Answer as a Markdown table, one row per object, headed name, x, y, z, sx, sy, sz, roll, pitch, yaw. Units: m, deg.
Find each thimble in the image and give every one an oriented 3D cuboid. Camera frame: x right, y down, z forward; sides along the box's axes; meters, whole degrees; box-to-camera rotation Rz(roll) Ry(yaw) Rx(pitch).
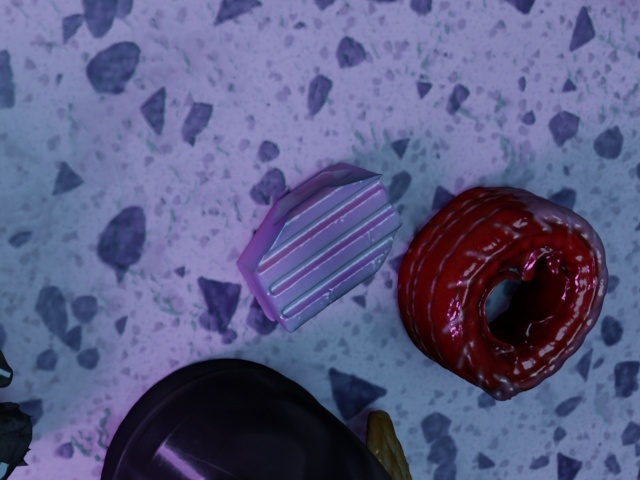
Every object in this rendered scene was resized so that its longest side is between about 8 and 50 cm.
| name | x | y | z | sx | sy | sz | roll | pitch | yaw |
| --- | --- | --- | --- | --- | --- | --- | --- | --- | --- |
| thimble | 0.170 | 0.042 | 1.441 | 0.163 | 0.125 | 0.190 | 34 | 87 | -25 |

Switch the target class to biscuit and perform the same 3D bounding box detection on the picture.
| name | x | y | z | sx | sy | sz | roll | pitch | yaw |
| --- | --- | --- | --- | --- | --- | --- | --- | --- | --- |
| biscuit | 0.082 | 0.279 | 1.469 | 0.029 | 0.118 | 0.247 | -13 | 110 | 10 |

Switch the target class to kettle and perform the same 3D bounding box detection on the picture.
| name | x | y | z | sx | sy | sz | roll | pitch | yaw |
| --- | --- | --- | --- | --- | --- | --- | --- | --- | --- |
| kettle | -0.007 | 0.279 | 1.302 | 0.228 | 0.324 | 0.321 | -49 | 117 | -7 |

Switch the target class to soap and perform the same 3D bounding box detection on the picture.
| name | x | y | z | sx | sy | sz | roll | pitch | yaw |
| --- | --- | --- | --- | --- | --- | --- | --- | --- | --- |
| soap | 0.000 | 0.000 | 1.389 | 0.149 | 0.056 | 0.100 | -35 | 117 | -13 |

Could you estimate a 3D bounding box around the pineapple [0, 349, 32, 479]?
| name | x | y | z | sx | sy | sz | roll | pitch | yaw |
| --- | --- | --- | --- | --- | --- | --- | --- | --- | --- |
| pineapple | -0.351 | 0.126 | 1.189 | 0.223 | 0.223 | 0.357 | -52 | 128 | -5 |
